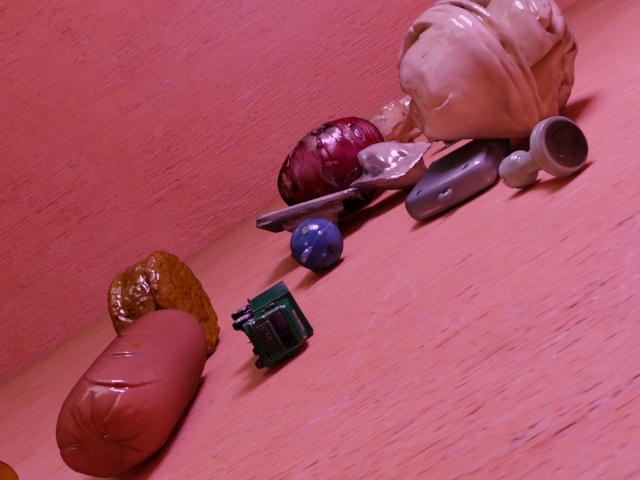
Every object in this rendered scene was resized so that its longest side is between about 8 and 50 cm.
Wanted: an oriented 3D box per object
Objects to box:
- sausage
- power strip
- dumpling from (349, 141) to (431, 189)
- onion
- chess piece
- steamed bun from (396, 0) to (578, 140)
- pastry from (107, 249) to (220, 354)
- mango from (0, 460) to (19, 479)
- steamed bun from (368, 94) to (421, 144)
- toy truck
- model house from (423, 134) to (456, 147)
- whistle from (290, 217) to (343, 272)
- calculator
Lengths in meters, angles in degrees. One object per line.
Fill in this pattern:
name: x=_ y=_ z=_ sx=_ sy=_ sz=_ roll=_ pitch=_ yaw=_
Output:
sausage: x=-0.211 y=0.169 z=0.897 sx=0.121 sy=0.121 sz=0.304 roll=-32 pitch=7 yaw=8
power strip: x=-0.005 y=-0.035 z=1.430 sx=0.198 sy=0.065 sz=0.213 roll=-19 pitch=-5 yaw=9
dumpling: x=0.118 y=-0.130 z=1.389 sx=0.176 sy=0.093 sz=0.150 roll=8 pitch=19 yaw=39
onion: x=0.028 y=-0.144 z=1.588 sx=0.246 sy=0.190 sz=0.246 roll=-30 pitch=-12 yaw=-7
chess piece: x=0.247 y=-0.092 z=0.872 sx=0.067 sy=0.067 sz=0.103 roll=-37 pitch=0 yaw=-25
steamed bun: x=0.243 y=-0.274 z=1.140 sx=0.289 sy=0.203 sz=0.276 roll=-10 pitch=27 yaw=-26
pastry: x=-0.233 y=0.110 z=1.153 sx=0.103 sy=0.189 sz=0.189 roll=-29 pitch=9 yaw=7
mango: x=-0.444 y=0.326 z=0.938 sx=0.147 sy=0.110 sz=0.227 roll=-11 pitch=-1 yaw=-21
steamed bun: x=0.145 y=-0.230 z=1.826 sx=0.292 sy=0.137 sz=0.295 roll=-37 pitch=0 yaw=4
toy truck: x=-0.057 y=0.099 z=0.904 sx=0.079 sy=0.065 sz=0.147 roll=-30 pitch=6 yaw=-3
model house: x=0.268 y=-0.230 z=1.609 sx=0.083 sy=0.057 sz=0.058 roll=-30 pitch=13 yaw=36
whistle: x=0.000 y=0.000 z=1.200 sx=0.090 sy=0.090 sz=0.158 roll=-29 pitch=8 yaw=27
calculator: x=0.202 y=-0.099 z=1.122 sx=0.141 sy=0.045 sz=0.246 roll=-29 pitch=9 yaw=27
